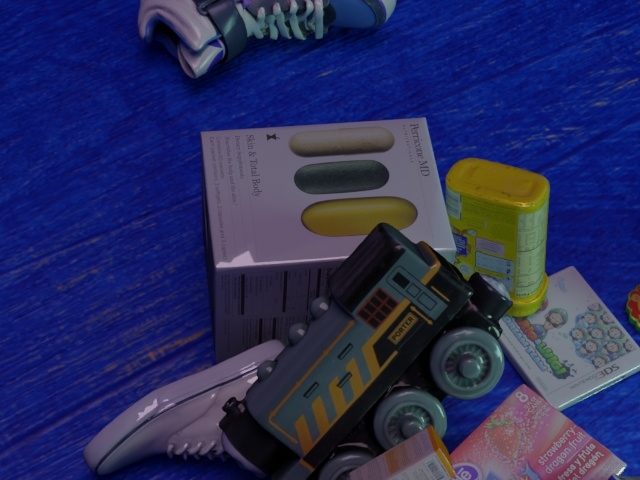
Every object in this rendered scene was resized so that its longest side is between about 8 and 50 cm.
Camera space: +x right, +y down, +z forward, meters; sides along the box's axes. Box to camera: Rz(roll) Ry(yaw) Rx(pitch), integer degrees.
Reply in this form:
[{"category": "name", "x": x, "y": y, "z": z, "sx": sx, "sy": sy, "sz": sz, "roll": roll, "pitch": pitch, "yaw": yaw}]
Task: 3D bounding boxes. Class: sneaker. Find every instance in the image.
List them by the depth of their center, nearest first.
[{"category": "sneaker", "x": -0.130, "y": 0.199, "z": 1.505, "sx": 0.258, "sy": 0.094, "sz": 0.091, "roll": -27, "pitch": 70, "yaw": -16}, {"category": "sneaker", "x": -0.085, "y": -0.290, "z": 1.856, "sx": 0.322, "sy": 0.130, "sz": 0.236, "roll": 21, "pitch": 65, "yaw": 6}]

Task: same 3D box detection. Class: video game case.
[{"category": "video game case", "x": 0.287, "y": 0.116, "z": 1.636, "sx": 0.143, "sy": 0.019, "sz": 0.157, "roll": -23, "pitch": 58, "yaw": -19}]

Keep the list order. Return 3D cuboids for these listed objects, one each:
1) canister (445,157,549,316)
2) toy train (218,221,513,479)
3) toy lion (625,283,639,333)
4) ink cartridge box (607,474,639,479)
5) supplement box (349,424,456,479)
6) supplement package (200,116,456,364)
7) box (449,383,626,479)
[{"category": "canister", "x": 0.205, "y": -0.005, "z": 1.611, "sx": 0.126, "sy": 0.170, "sz": 0.073, "roll": 17, "pitch": 46, "yaw": 22}, {"category": "toy train", "x": 0.045, "y": 0.141, "z": 1.440, "sx": 0.190, "sy": 0.142, "sz": 0.334, "roll": 40, "pitch": 99, "yaw": -12}, {"category": "toy lion", "x": 0.423, "y": 0.085, "z": 1.663, "sx": 0.096, "sy": 0.034, "sz": 0.100, "roll": -37, "pitch": 64, "yaw": -18}, {"category": "ink cartridge box", "x": 0.298, "y": 0.287, "z": 1.386, "sx": 0.046, "sy": 0.207, "sz": 0.097, "roll": 39, "pitch": 95, "yaw": 23}, {"category": "supplement box", "x": 0.080, "y": 0.231, "z": 1.358, "sx": 0.098, "sy": 0.036, "sz": 0.062, "roll": -31, "pitch": 15, "yaw": 5}, {"category": "supplement package", "x": 0.000, "y": 0.000, "z": 1.591, "sx": 0.262, "sy": 0.198, "sz": 0.199, "roll": -4, "pitch": 54, "yaw": -7}, {"category": "box", "x": 0.157, "y": 0.312, "z": 1.403, "sx": 0.142, "sy": 0.154, "sz": 0.300, "roll": 38, "pitch": 61, "yaw": 22}]
